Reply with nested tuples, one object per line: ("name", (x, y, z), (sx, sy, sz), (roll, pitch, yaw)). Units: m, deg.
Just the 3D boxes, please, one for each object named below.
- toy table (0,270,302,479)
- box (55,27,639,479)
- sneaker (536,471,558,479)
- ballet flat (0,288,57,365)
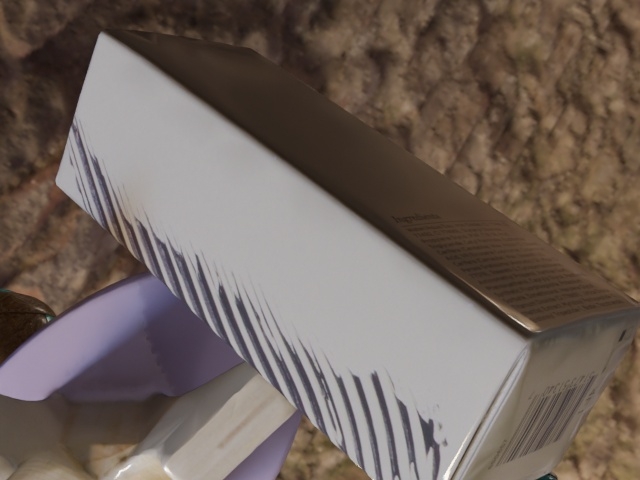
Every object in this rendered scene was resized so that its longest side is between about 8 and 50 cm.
("toy table", (-0.116, 0.138, 0.543), (0.274, 0.252, 0.161), (-55, 12, 2))
("box", (0.000, 0.000, 0.473), (0.113, 0.275, 0.094), (-3, -57, -49))
("sneaker", (0.191, 0.380, 1.225), (0.275, 0.107, 0.110), (-30, 3, -8))
("ballet flat", (-0.293, 0.195, 0.731), (0.342, 0.124, 0.116), (-50, -39, 3))
